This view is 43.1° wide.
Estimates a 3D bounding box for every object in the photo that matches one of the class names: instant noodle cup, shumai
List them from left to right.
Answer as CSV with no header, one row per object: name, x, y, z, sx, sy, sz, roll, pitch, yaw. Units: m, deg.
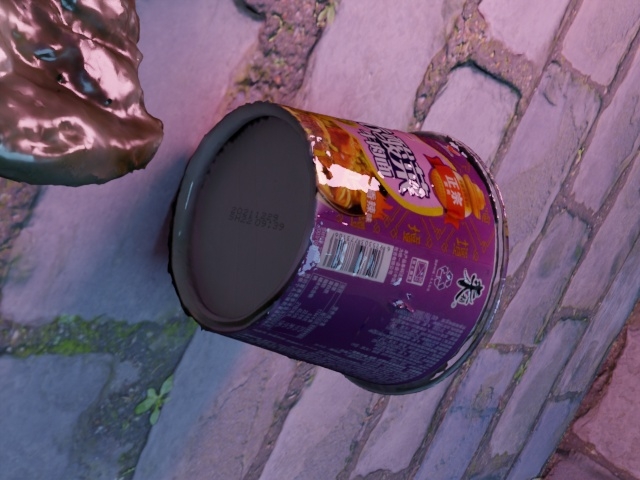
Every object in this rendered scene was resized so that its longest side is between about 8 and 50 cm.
shumai,-0.238,-0.189,0.524,0.309,0.304,0.263,5,100,-43
instant noodle cup,0.000,0.000,0.926,0.266,0.340,0.340,14,105,-40
